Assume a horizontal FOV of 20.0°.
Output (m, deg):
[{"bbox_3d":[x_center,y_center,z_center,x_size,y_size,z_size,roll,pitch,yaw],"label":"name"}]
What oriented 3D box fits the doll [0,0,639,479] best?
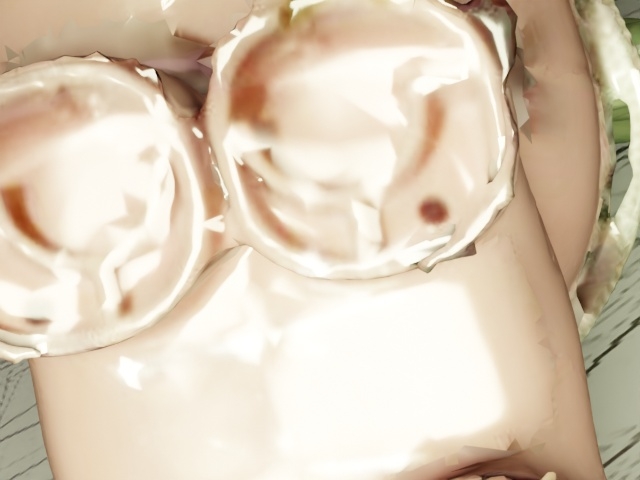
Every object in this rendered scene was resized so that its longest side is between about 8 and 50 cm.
[{"bbox_3d":[0.000,0.000,0.498,0.284,0.216,0.268,-13,2,11],"label":"doll"}]
